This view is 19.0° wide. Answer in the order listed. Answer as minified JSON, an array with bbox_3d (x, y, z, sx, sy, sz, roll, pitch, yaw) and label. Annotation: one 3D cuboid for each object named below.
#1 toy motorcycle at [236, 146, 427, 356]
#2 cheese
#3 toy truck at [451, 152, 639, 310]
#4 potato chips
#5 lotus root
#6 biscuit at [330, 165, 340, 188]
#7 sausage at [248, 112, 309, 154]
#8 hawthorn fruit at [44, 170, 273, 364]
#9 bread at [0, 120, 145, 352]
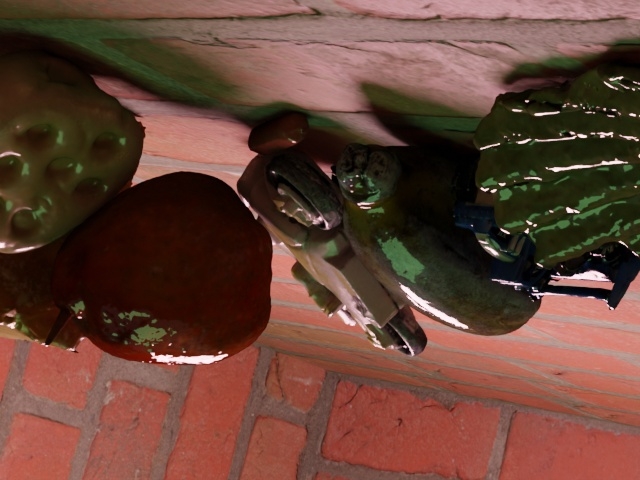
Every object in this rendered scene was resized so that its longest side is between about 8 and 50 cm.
[{"bbox_3d":[0.000,0.000,2.114,0.223,0.108,0.341,33,163,45],"label":"toy motorcycle"},{"bbox_3d":[-0.299,-0.097,1.950,0.235,0.218,0.117,-17,-130,-25],"label":"cheese"},{"bbox_3d":[0.227,-0.004,1.838,0.208,0.126,0.113,20,170,-37],"label":"toy truck"},{"bbox_3d":[0.320,-0.032,1.563,0.373,0.097,0.389,17,167,-14],"label":"potato chips"},{"bbox_3d":[0.106,-0.014,1.901,0.322,0.158,0.140,31,165,-39],"label":"lotus root"},{"bbox_3d":[0.109,-0.015,2.179,0.151,0.063,0.235,10,163,24],"label":"biscuit"},{"bbox_3d":[-0.044,-0.108,1.958,0.035,0.030,0.147,18,171,-15],"label":"sausage"},{"bbox_3d":[-0.183,0.042,2.024,0.262,0.210,0.210,-17,-174,-24],"label":"hawthorn fruit"},{"bbox_3d":[-0.380,-0.042,2.140,0.279,0.279,0.207,17,173,-29],"label":"bread"}]
